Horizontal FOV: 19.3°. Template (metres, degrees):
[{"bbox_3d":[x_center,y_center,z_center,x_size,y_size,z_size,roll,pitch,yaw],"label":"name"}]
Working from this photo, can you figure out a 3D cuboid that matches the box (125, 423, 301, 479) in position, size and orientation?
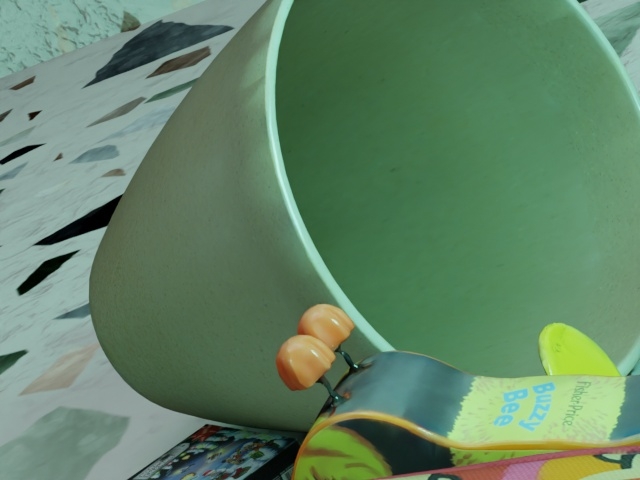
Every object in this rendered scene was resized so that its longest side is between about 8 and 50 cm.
[{"bbox_3d":[-0.082,0.145,0.978,0.137,0.027,0.094,-34,18,-30],"label":"box"}]

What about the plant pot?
[{"bbox_3d":[0.000,0.000,1.003,0.256,0.256,0.274,-38,7,-40],"label":"plant pot"}]

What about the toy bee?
[{"bbox_3d":[0.055,0.097,0.707,0.298,0.162,0.195,-23,18,4],"label":"toy bee"}]

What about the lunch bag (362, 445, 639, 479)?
[{"bbox_3d":[-0.033,0.160,0.389,0.293,0.120,0.258,-13,20,32],"label":"lunch bag"}]

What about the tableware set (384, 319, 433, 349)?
[{"bbox_3d":[0.117,0.020,1.107,0.141,0.020,0.169,-7,25,47],"label":"tableware set"}]
